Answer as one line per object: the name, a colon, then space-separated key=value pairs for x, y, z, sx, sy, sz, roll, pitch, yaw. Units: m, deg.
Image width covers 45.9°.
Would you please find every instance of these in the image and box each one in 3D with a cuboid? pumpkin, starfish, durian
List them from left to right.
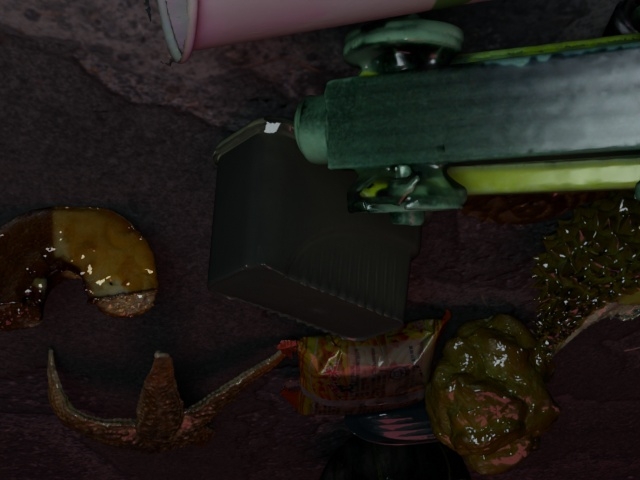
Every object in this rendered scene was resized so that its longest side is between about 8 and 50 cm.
starfish: x=-0.241 y=0.257 z=1.222 sx=0.398 sy=0.132 sz=0.384 roll=21 pitch=129 yaw=-38
pumpkin: x=0.148 y=0.512 z=1.521 sx=0.323 sy=0.241 sz=0.323 roll=-7 pitch=144 yaw=-6
durian: x=0.394 y=0.036 z=1.000 sx=0.306 sy=0.172 sz=0.166 roll=-37 pitch=132 yaw=11

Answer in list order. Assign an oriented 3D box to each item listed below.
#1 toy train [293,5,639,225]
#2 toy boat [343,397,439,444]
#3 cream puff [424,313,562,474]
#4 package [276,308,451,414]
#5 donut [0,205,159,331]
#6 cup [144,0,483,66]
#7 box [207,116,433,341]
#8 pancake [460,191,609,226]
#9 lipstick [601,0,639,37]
toy train: x=0.207 y=-0.106 z=0.665 sx=0.442 sy=0.179 sz=0.272 roll=0 pitch=-177 yaw=27
toy boat: x=0.188 y=0.309 z=1.375 sx=0.296 sy=0.114 sz=0.122 roll=-7 pitch=163 yaw=-3
cream puff: x=0.278 y=0.247 z=1.211 sx=0.244 sy=0.196 sz=0.244 roll=-13 pitch=123 yaw=-21
package: x=0.076 y=0.209 z=1.219 sx=0.288 sy=0.108 sz=0.223 roll=-11 pitch=139 yaw=-7
donut: x=-0.301 y=0.038 z=0.909 sx=0.217 sy=0.141 sz=0.085 roll=-2 pitch=152 yaw=-8
cup: x=0.012 y=-0.260 z=0.519 sx=0.273 sy=0.253 sz=0.253 roll=-9 pitch=144 yaw=-15
box: x=0.000 y=0.000 z=0.865 sx=0.274 sy=0.178 sz=0.138 roll=24 pitch=148 yaw=-33
pancake: x=0.257 y=-0.092 z=0.920 sx=0.257 sy=0.056 sz=0.212 roll=14 pitch=144 yaw=-38
lipstick: x=0.332 y=-0.223 z=0.744 sx=0.081 sy=0.081 sz=0.300 roll=-2 pitch=143 yaw=-9
